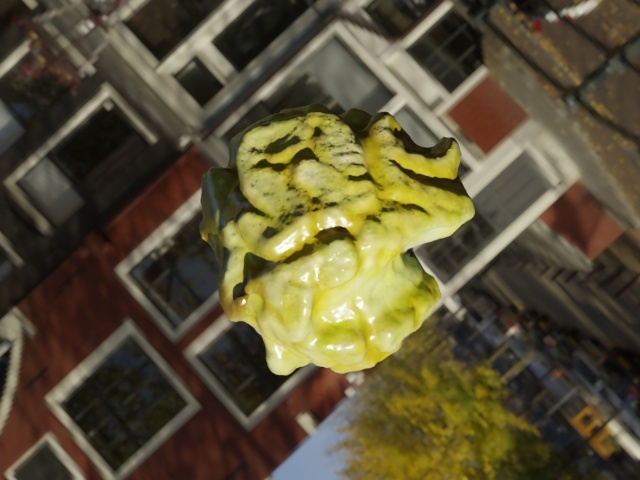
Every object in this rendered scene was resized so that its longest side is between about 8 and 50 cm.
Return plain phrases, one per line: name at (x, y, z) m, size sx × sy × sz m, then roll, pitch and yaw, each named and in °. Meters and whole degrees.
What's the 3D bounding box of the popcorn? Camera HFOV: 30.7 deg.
popcorn at (0.001, 0.000, 0.809) m, size 0.167 × 0.188 × 0.185 m, roll 4°, pitch -177°, yaw -25°
